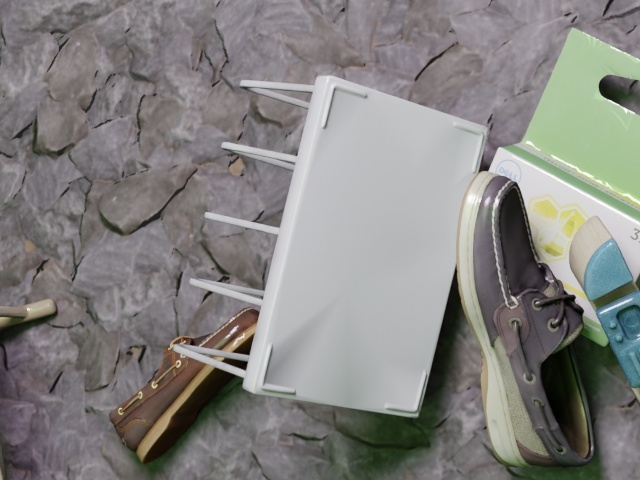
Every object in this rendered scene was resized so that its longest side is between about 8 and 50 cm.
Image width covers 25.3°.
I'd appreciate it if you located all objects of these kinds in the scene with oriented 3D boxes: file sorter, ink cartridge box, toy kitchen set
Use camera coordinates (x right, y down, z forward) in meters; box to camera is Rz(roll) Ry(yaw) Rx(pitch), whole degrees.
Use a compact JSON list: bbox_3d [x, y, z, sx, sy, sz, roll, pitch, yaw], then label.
[{"bbox_3d":[0.000,0.000,1.324,0.173,0.193,0.277,14,91,52],"label":"file sorter"},{"bbox_3d":[0.238,-0.048,1.275,0.171,0.056,0.235,32,117,25],"label":"ink cartridge box"},{"bbox_3d":[0.322,0.064,1.180,0.166,0.122,0.207,-27,111,7],"label":"toy kitchen set"}]

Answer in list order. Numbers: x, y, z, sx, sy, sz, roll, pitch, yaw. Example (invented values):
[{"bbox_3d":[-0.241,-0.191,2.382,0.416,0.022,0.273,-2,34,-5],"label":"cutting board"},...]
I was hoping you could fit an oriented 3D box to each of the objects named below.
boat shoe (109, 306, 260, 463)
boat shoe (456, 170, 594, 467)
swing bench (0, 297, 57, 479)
[{"bbox_3d":[-0.138,0.136,1.454,0.207,0.073,0.073,-46,70,14],"label":"boat shoe"},{"bbox_3d":[0.186,0.074,1.244,0.092,0.103,0.285,2,113,32],"label":"boat shoe"},{"bbox_3d":[-0.403,0.213,1.520,0.255,0.165,0.253,-20,77,22],"label":"swing bench"}]
